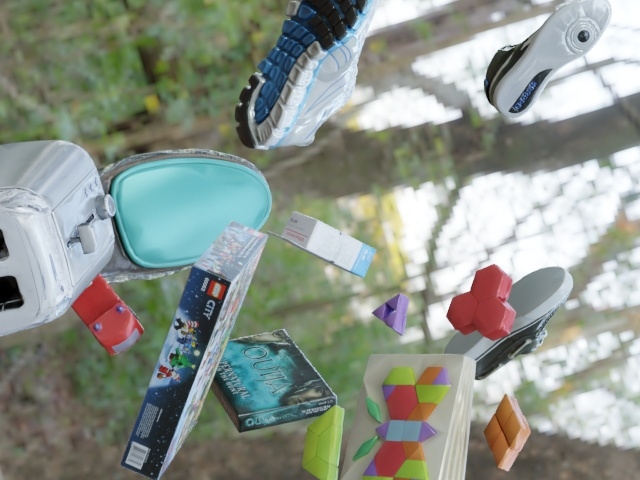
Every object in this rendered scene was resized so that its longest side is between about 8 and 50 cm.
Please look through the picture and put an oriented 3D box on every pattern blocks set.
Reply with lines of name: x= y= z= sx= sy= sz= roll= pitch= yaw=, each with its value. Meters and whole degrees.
pattern blocks set: x=0.091 y=0.199 z=1.743 sx=0.026 sy=0.285 sz=0.325 roll=29 pitch=52 yaw=-41

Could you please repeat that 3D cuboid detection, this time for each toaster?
toaster: x=-0.279 y=0.005 z=1.339 sx=0.146 sy=0.226 sz=0.129 roll=-78 pitch=158 yaw=-71

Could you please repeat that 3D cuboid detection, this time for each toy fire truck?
toy fire truck: x=-0.243 y=0.024 z=1.628 sx=0.192 sy=0.047 sz=0.135 roll=52 pitch=-8 yaw=4

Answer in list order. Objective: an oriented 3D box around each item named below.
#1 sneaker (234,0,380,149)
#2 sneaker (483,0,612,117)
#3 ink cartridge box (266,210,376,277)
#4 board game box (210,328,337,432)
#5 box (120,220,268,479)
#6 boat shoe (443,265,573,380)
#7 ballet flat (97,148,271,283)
sneaker: x=0.006 y=-0.154 z=1.404 sx=0.191 sy=0.083 sz=0.071 roll=-54 pitch=-128 yaw=25
sneaker: x=0.310 y=-0.277 z=2.407 sx=0.079 sy=0.217 sz=0.121 roll=42 pitch=6 yaw=-22
ink cartridge box: x=0.000 y=0.000 z=1.458 sx=0.048 sy=0.083 sz=0.028 roll=20 pitch=-95 yaw=58
board game box: x=-0.071 y=0.169 z=2.075 sx=0.186 sy=0.126 sz=0.026 roll=-133 pitch=-143 yaw=-57
box: x=-0.128 y=0.110 z=1.730 sx=0.159 sy=0.044 sz=0.233 roll=-55 pitch=168 yaw=-69
boat shoe: x=0.261 y=0.111 z=2.243 sx=0.070 sy=0.219 sz=0.078 roll=35 pitch=37 yaw=-22
ballet flat: x=-0.296 y=-0.011 z=2.163 sx=0.182 sy=0.482 sz=0.164 roll=4 pitch=-70 yaw=52
